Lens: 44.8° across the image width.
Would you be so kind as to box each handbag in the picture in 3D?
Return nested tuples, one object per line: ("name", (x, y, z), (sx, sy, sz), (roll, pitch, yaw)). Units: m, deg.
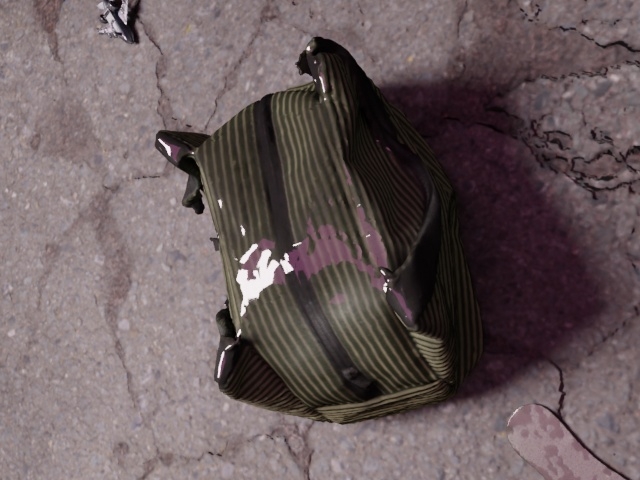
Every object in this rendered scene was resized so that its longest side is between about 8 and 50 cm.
("handbag", (0.000, 0.000, 0.718), (0.247, 0.240, 0.341), (-23, 73, 18))

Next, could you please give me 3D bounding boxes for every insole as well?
("insole", (0.244, 0.226, 0.695), (0.193, 0.006, 0.065), (46, 104, 24))

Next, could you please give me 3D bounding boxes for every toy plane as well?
("toy plane", (-0.262, -0.284, 0.998), (0.078, 0.031, 0.083), (-42, 64, 33))
